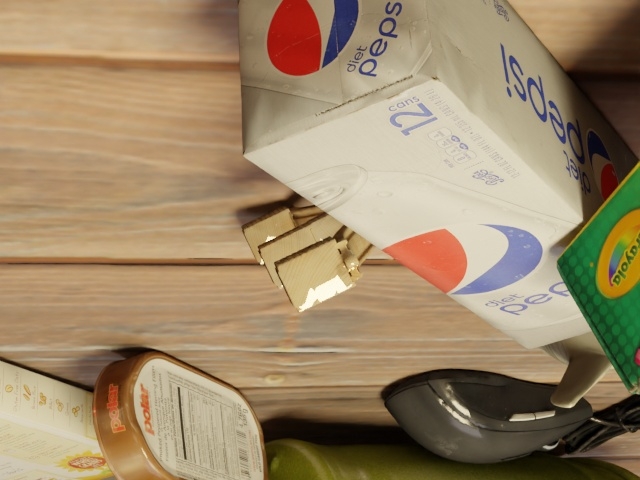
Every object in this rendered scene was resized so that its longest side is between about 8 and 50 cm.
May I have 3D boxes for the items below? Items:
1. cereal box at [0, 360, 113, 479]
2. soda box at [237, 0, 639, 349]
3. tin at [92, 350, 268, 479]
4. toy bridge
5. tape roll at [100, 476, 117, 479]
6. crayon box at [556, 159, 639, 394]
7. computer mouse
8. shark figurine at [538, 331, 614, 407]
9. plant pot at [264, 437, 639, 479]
[{"bbox_3d":[-0.266,0.147,0.957,0.173,0.047,0.240,-19,149,28],"label":"cereal box"},{"bbox_3d":[0.076,-0.038,0.595,0.091,0.098,0.286,-19,151,26],"label":"soda box"},{"bbox_3d":[-0.099,0.147,0.926,0.040,0.106,0.190,-25,149,20],"label":"tin"},{"bbox_3d":[0.000,0.000,0.631,0.063,0.026,0.188,-26,-170,-6],"label":"toy bridge"},{"bbox_3d":[-0.151,0.279,1.215,0.219,0.072,0.219,-5,154,-2],"label":"tape roll"},{"bbox_3d":[0.248,-0.049,0.515,0.165,0.081,0.278,3,136,-34],"label":"crayon box"},{"bbox_3d":[0.195,0.148,1.026,0.262,0.060,0.184,14,148,-34],"label":"computer mouse"},{"bbox_3d":[0.231,0.021,0.748,0.278,0.116,0.166,-11,-172,29],"label":"shark figurine"},{"bbox_3d":[0.081,0.327,1.077,0.353,0.366,0.366,23,143,-30],"label":"plant pot"}]
